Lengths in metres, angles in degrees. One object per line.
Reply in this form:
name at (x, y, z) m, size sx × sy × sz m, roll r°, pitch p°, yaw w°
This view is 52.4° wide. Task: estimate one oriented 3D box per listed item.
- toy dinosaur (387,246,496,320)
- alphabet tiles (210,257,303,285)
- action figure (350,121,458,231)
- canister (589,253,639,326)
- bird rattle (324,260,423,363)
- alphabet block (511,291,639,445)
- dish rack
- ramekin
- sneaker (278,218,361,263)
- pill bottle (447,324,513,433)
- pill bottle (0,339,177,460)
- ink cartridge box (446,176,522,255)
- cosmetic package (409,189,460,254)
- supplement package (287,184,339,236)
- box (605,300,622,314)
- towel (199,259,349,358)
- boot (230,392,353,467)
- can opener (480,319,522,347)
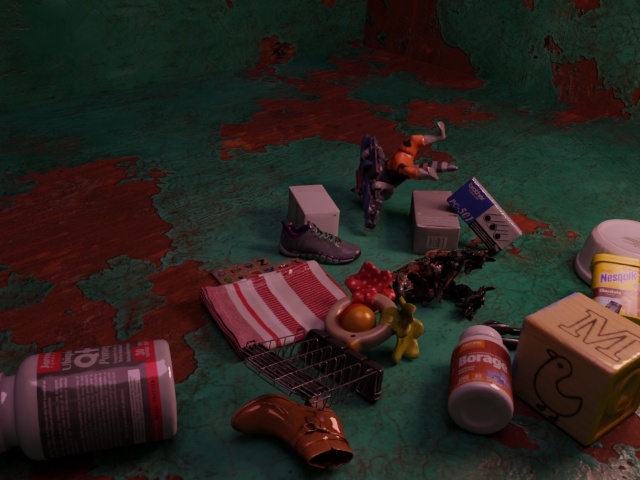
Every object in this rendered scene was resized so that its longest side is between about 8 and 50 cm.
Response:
toy dinosaur at (0.309, 0.072, 1.624) m, size 0.322 × 0.164 × 0.218 m, roll -41°, pitch 33°, yaw -25°
alphabet tiles at (-0.126, 0.099, 1.635) m, size 0.237 × 0.009 × 0.198 m, roll -14°, pitch 34°, yaw -31°
action figure at (0.226, -0.171, 1.943) m, size 0.178 × 0.330 × 0.341 m, roll 25°, pitch 59°, yaw -36°
canister at (0.724, 0.127, 1.589) m, size 0.126 × 0.073 × 0.170 m, roll 9°, pitch 57°, yaw 14°
bird rattle at (0.104, 0.156, 1.429) m, size 0.206 × 0.143 × 0.253 m, roll -24°, pitch 43°, yaw -19°
alphabet block at (0.520, 0.247, 1.292) m, size 0.193 × 0.193 × 0.197 m, roll -18°, pitch 36°, yaw -32°
dish rack at (-0.019, 0.248, 1.244) m, size 0.208 × 0.074 × 0.271 m, roll 25°, pitch 17°, yaw 33°
ramekin at (0.841, 0.046, 1.759) m, size 0.272 × 0.127 × 0.273 m, roll 4°, pitch 29°, yaw -2°
sneaker at (0.000, 0.000, 1.737) m, size 0.223 × 0.098 × 0.083 m, roll 5°, pitch 29°, yaw 1°
pill bottle at (0.317, 0.267, 1.292) m, size 0.121 × 0.121 × 0.216 m, roll 10°, pitch 30°, yaw 8°
pill bottle at (-0.413, 0.273, 1.109) m, size 0.318 × 0.176 × 0.176 m, roll -5°, pitch 31°, yaw -17°
ink cartridge box at (0.458, -0.068, 1.822) m, size 0.207 × 0.097 × 0.046 m, roll 49°, pitch 24°, yaw 1°
cosmetic package at (0.327, -0.055, 1.884) m, size 0.127 × 0.107 × 0.238 m, roll 2°, pitch 32°, yaw 2°
supplement package at (-0.023, -0.075, 1.860) m, size 0.105 × 0.105 × 0.179 m, roll -4°, pitch 30°, yaw -17°
box at (0.611, 0.209, 1.423) m, size 0.027 × 0.137 × 0.094 m, roll 28°, pitch 37°, yaw 36°
towel at (-0.087, 0.148, 1.513) m, size 0.328 × 0.037 × 0.237 m, roll -14°, pitch 39°, yaw -30°
boot at (-0.048, 0.341, 1.146) m, size 0.197 × 0.073 × 0.152 m, roll -4°, pitch 27°, yaw -20°
can opener at (0.440, 0.218, 1.470) m, size 0.186 × 0.059 × 0.073 m, roll 10°, pitch 1°, yaw -11°
